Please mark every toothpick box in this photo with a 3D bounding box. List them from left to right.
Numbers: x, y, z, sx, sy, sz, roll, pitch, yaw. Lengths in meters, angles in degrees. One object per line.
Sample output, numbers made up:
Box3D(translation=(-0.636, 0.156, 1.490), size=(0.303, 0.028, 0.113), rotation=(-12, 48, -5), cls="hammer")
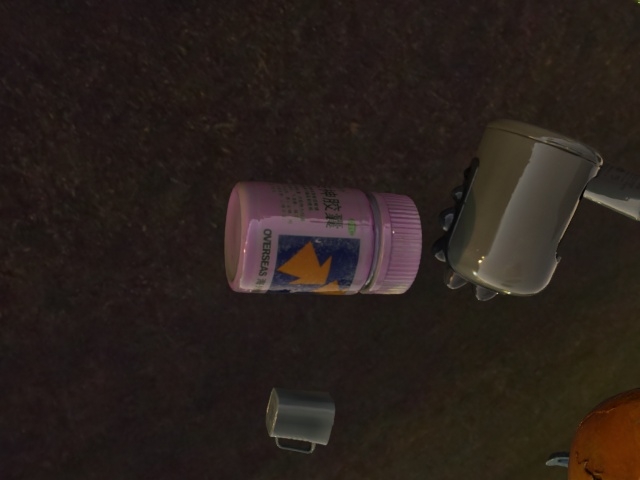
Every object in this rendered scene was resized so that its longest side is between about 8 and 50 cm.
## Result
Box3D(translation=(0.330, -0.043, 1.215), size=(0.229, 0.229, 0.317), rotation=(12, 102, -49), cls="toothpick box")

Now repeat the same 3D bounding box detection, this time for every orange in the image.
Box3D(translation=(0.431, 0.295, 0.840), size=(0.246, 0.246, 0.246), rotation=(-25, 144, -20), cls="orange")

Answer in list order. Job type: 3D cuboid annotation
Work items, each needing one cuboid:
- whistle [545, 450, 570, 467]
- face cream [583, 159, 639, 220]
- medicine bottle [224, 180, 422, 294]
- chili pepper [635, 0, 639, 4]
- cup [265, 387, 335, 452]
Box3D(translation=(0.412, 0.408, 1.021), size=(0.093, 0.268, 0.180), rotation=(-19, 105, -66), cls="whistle")
Box3D(translation=(0.608, -0.120, 1.449), size=(0.143, 0.314, 0.089), rotation=(-40, 147, -31), cls="face cream")
Box3D(translation=(0.000, 0.000, 1.113), size=(0.290, 0.178, 0.178), rotation=(3, 131, -16), cls="medicine bottle")
Box3D(translation=(0.335, -0.289, 0.726), size=(0.201, 0.050, 0.052), rotation=(21, 119, -33), cls="chili pepper")
Box3D(translation=(-0.044, 0.377, 1.429), size=(0.129, 0.095, 0.128), rotation=(11, 101, -14), cls="cup")
